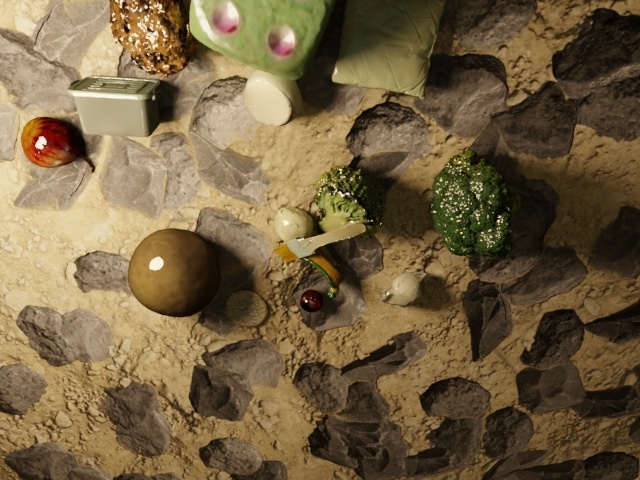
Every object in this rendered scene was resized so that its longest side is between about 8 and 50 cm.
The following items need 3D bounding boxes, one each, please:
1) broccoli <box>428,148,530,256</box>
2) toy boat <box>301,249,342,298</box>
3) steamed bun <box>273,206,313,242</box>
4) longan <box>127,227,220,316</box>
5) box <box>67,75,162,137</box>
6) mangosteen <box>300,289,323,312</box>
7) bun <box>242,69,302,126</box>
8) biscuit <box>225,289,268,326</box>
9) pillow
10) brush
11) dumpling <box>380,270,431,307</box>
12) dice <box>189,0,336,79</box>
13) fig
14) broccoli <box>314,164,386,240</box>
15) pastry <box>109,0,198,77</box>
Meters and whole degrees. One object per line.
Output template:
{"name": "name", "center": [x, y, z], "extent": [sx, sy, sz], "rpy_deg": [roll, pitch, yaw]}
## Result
{"name": "broccoli", "center": [0.482, -0.103, 1.576], "extent": [0.283, 0.304, 0.321], "rpy_deg": [-15, 119, -26]}
{"name": "toy boat", "center": [-0.015, 0.092, 1.740], "extent": [0.229, 0.089, 0.088], "rpy_deg": [44, 85, 3]}
{"name": "steamed bun", "center": [-0.089, -0.042, 1.686], "extent": [0.129, 0.091, 0.113], "rpy_deg": [21, 114, -9]}
{"name": "longan", "center": [-0.464, 0.108, 1.667], "extent": [0.297, 0.297, 0.298], "rpy_deg": [0, 114, 1]}
{"name": "box", "center": [-0.582, -0.385, 1.516], "extent": [0.243, 0.163, 0.135], "rpy_deg": [3, 122, -2]}
{"name": "mangosteen", "center": [-0.033, 0.210, 1.804], "extent": [0.080, 0.081, 0.081], "rpy_deg": [0, 114, 1]}
{"name": "bun", "center": [-0.127, -0.421, 1.504], "extent": [0.172, 0.120, 0.173], "rpy_deg": [20, 144, 15]}
{"name": "biscuit", "center": [-0.262, 0.241, 1.851], "extent": [0.152, 0.020, 0.152], "rpy_deg": [1, 113, 2]}
{"name": "pillow", "center": [0.187, -0.560, 1.467], "extent": [0.274, 0.076, 0.281], "rpy_deg": [9, 107, -4]}
{"name": "brush", "center": [0.000, 0.000, 1.620], "extent": [0.336, 0.020, 0.085], "rpy_deg": [-18, 128, 33]}
{"name": "dumpling", "center": [0.294, 0.176, 1.776], "extent": [0.188, 0.108, 0.127], "rpy_deg": [-28, 135, -5]}
{"name": "dice", "center": [-0.127, -0.613, 1.315], "extent": [0.322, 0.318, 0.330], "rpy_deg": [19, 113, -8]}
{"name": "fig", "center": [-0.786, -0.286, 1.563], "extent": [0.201, 0.149, 0.148], "rpy_deg": [10, 98, -16]}
{"name": "broccoli", "center": [0.096, -0.127, 1.640], "extent": [0.242, 0.273, 0.180], "rpy_deg": [36, 65, -4]}
{"name": "pastry", "center": [-0.432, -0.578, 1.397], "extent": [0.274, 0.193, 0.275], "rpy_deg": [19, 130, 24]}
